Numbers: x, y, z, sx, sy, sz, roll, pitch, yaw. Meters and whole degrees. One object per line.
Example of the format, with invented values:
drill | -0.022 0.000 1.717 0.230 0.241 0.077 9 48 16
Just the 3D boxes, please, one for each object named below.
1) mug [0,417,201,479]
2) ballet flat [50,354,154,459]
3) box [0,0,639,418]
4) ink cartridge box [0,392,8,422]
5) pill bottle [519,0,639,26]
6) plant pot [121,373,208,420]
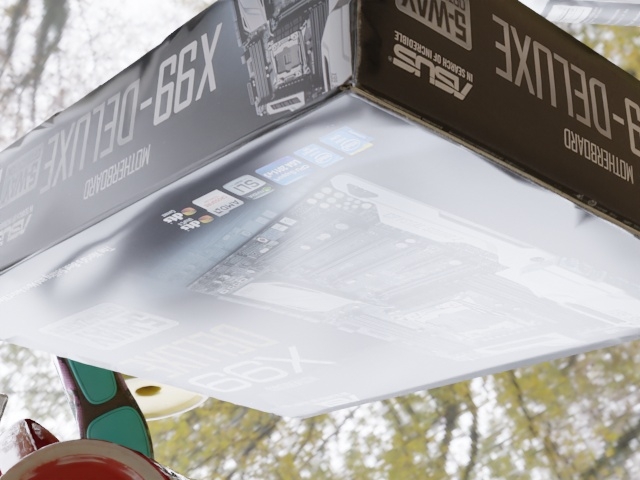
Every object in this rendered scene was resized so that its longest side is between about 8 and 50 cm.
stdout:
mug | -0.105 0.149 0.518 0.150 0.169 0.113 15 -108 11
ballet flat | -0.243 0.187 1.231 0.077 0.079 0.221 -20 -93 -27
box | 0.000 0.000 0.507 0.242 0.307 0.076 22 -120 -37
ink cartridge box | -0.420 0.164 0.832 0.198 0.270 0.197 37 -113 -66
pill bottle | 0.291 -0.320 1.229 0.278 0.162 0.162 3 -128 -5
plant pot | -0.231 0.092 1.428 0.254 0.254 0.239 10 -125 -36
